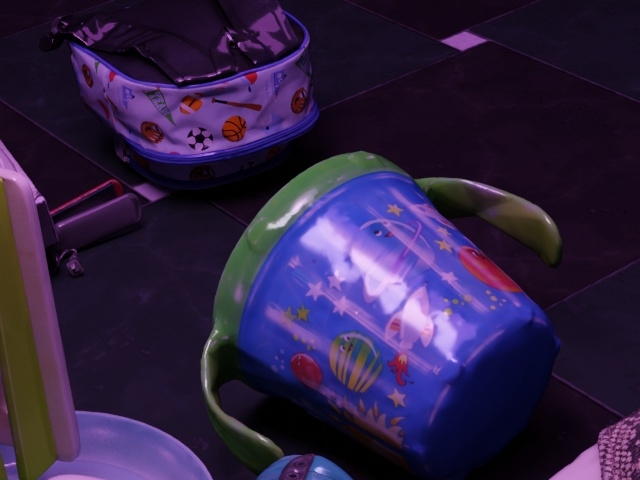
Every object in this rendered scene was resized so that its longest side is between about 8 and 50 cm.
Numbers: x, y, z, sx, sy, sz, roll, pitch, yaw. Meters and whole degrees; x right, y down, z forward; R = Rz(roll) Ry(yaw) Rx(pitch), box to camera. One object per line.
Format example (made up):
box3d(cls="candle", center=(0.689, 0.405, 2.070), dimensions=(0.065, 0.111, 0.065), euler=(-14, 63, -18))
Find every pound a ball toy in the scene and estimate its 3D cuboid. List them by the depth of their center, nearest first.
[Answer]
box3d(cls="pound a ball toy", center=(-0.308, 0.083, 1.171), dimensions=(0.136, 0.319, 0.208), euler=(10, 35, 24))

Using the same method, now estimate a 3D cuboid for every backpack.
box3d(cls="backpack", center=(-0.132, -0.175, 1.764), dimensions=(0.276, 0.213, 0.263), euler=(-25, 27, -18))

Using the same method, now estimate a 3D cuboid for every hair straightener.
box3d(cls="hair straightener", center=(-0.283, 0.007, 1.638), dimensions=(0.230, 0.047, 0.089), euler=(-25, 36, -29))

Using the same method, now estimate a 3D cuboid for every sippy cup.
box3d(cls="sippy cup", center=(0.066, 0.078, 1.322), dimensions=(0.224, 0.305, 0.240), euler=(37, 5, 35))

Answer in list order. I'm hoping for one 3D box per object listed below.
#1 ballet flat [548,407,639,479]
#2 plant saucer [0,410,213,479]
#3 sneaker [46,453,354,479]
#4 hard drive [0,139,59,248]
box3d(cls="ballet flat", center=(0.209, 0.240, 1.071), dimensions=(0.182, 0.164, 0.483), euler=(-14, 23, 18))
box3d(cls="plant saucer", center=(-0.233, 0.246, 1.241), dimensions=(0.318, 0.043, 0.317), euler=(-4, 31, 3))
box3d(cls="sneaker", center=(-0.063, 0.211, 1.129), dimensions=(0.295, 0.124, 0.178), euler=(28, 22, -12))
box3d(cls="hard drive", center=(-0.463, -0.003, 1.628), dimensions=(0.339, 0.064, 0.237), euler=(-23, 31, -15))
